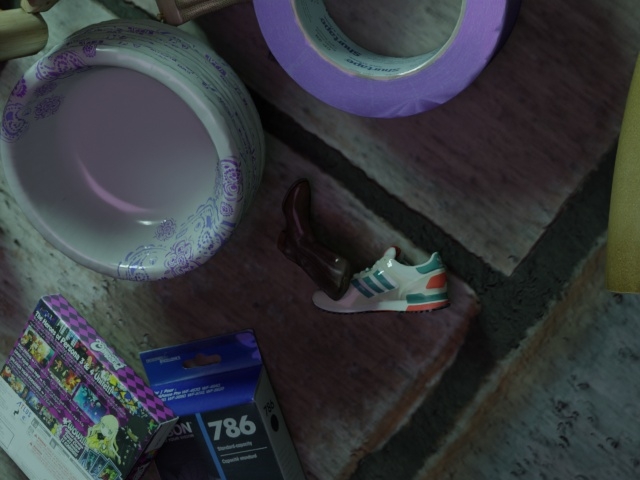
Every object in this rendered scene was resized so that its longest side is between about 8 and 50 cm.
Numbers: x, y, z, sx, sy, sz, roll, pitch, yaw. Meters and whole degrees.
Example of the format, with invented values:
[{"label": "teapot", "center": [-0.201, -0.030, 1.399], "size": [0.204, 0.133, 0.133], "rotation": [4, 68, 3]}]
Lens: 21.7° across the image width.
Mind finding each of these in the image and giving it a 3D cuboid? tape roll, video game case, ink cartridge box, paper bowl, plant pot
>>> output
[{"label": "tape roll", "center": [0.070, -0.271, 1.749], "size": [0.275, 0.090, 0.275], "rotation": [6, 110, 17]}, {"label": "video game case", "center": [-0.301, 0.217, 2.038], "size": [0.232, 0.042, 0.210], "rotation": [43, 118, 22]}, {"label": "ink cartridge box", "center": [-0.109, 0.281, 2.025], "size": [0.165, 0.065, 0.333], "rotation": [-14, 103, 23]}, {"label": "paper bowl", "center": [-0.199, -0.109, 1.852], "size": [0.284, 0.148, 0.284], "rotation": [8, 122, 14]}, {"label": "plant pot", "center": [0.390, -0.085, 1.651], "size": [0.237, 0.237, 0.254], "rotation": [-4, 94, 20]}]

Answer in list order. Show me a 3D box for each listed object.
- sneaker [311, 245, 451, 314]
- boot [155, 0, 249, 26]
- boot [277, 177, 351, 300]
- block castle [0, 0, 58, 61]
[{"label": "sneaker", "center": [0.068, 0.044, 1.891], "size": [0.161, 0.057, 0.075], "rotation": [-2, 92, 21]}, {"label": "boot", "center": [-0.204, -0.324, 1.822], "size": [0.262, 0.095, 0.203], "rotation": [-10, 107, 19]}, {"label": "boot", "center": [0.000, 0.000, 1.870], "size": [0.114, 0.037, 0.106], "rotation": [43, 136, 39]}, {"label": "block castle", "center": [-0.409, -0.407, 1.715], "size": [0.303, 0.213, 0.453], "rotation": [30, 119, 26]}]
